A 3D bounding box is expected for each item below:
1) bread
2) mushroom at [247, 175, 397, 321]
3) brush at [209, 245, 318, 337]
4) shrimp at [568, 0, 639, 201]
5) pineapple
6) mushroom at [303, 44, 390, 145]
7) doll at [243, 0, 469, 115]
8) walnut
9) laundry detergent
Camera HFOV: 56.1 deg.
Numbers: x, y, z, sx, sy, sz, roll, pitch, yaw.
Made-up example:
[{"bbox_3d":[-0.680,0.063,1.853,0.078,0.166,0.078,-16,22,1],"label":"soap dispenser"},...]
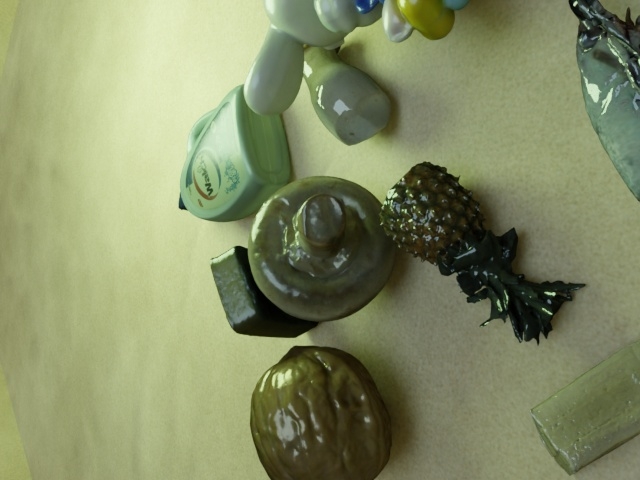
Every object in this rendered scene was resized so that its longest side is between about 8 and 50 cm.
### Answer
[{"bbox_3d":[0.300,0.177,0.633,0.152,0.105,0.077,-34,62,7],"label":"bread"},{"bbox_3d":[0.000,0.000,0.800,0.215,0.207,0.207,80,173,-74],"label":"mushroom"},{"bbox_3d":[-0.079,0.081,0.916,0.059,0.197,0.123,-30,68,19],"label":"brush"},{"bbox_3d":[0.307,-0.156,0.550,0.145,0.116,0.343,-39,71,40],"label":"shrimp"},{"bbox_3d":[0.179,0.017,0.712,0.251,0.125,0.125,45,123,25],"label":"pineapple"},{"bbox_3d":[0.025,-0.220,0.872,0.097,0.088,0.212,-55,47,36],"label":"mushroom"},{"bbox_3d":[0.065,-0.351,0.756,0.365,0.187,0.376,5,93,49],"label":"doll"},{"bbox_3d":[-0.001,0.247,0.834,0.213,0.213,0.213,1,92,47],"label":"walnut"},{"bbox_3d":[-0.181,-0.136,1.087,0.280,0.105,0.215,-24,74,47],"label":"laundry detergent"}]
